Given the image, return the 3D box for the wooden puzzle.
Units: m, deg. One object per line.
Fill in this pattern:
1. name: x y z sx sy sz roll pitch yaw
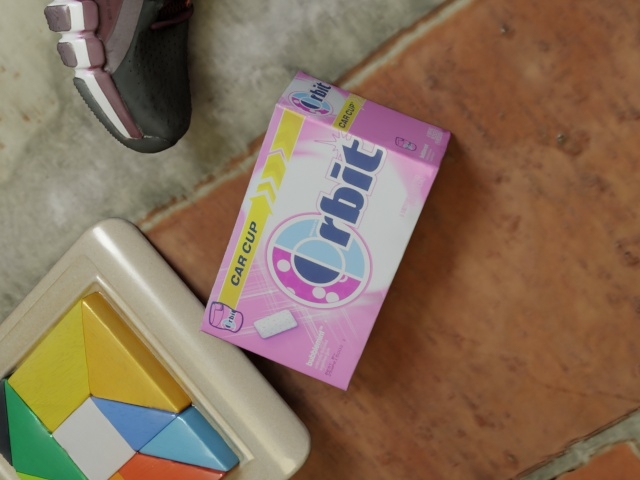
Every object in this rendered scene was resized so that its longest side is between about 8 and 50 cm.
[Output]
1. wooden puzzle: -0.153 0.135 1.033 0.239 0.044 0.221 -43 85 27

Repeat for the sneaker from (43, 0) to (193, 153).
1. sneaker: -0.083 -0.191 0.846 0.163 0.106 0.281 -10 113 15

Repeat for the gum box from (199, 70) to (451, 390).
1. gum box: 0.000 0.000 0.943 0.107 0.062 0.188 22 119 2
